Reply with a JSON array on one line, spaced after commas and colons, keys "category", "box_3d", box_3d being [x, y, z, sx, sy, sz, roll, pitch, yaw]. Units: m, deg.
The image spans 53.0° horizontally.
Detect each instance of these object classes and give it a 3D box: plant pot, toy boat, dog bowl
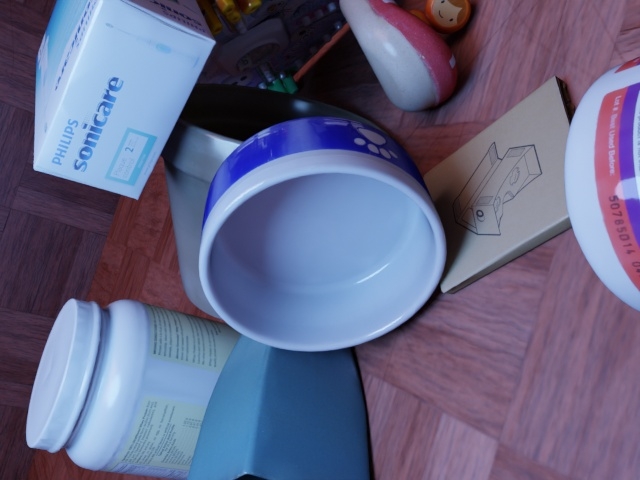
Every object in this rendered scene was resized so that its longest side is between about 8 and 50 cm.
[{"category": "plant pot", "box_3d": [-0.048, 0.214, 0.806, 0.165, 0.165, 0.234, -41, 35, 42]}, {"category": "toy boat", "box_3d": [0.127, -0.279, 0.847, 0.151, 0.151, 0.231, -29, 42, 11]}, {"category": "dog bowl", "box_3d": [0.000, 0.000, 0.719, 0.265, 0.265, 0.104, -52, 28, 30]}, {"category": "plant pot", "box_3d": [-0.085, -0.046, 0.916, 0.323, 0.323, 0.280, -125, 43, -56]}]

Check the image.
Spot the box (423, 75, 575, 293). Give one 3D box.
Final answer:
[{"category": "box", "box_3d": [0.194, -0.054, 0.689, 0.201, 0.021, 0.164, -38, 43, 43]}]

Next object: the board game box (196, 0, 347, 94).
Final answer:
[{"category": "board game box", "box_3d": [-0.101, -0.295, 1.026, 0.390, 0.390, 0.050, -32, 85, 49]}]

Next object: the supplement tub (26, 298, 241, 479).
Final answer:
[{"category": "supplement tub", "box_3d": [-0.225, 0.219, 0.929, 0.235, 0.325, 0.235, -37, 43, 45]}]

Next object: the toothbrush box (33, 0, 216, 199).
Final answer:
[{"category": "toothbrush box", "box_3d": [-0.251, -0.229, 0.774, 0.216, 0.126, 0.295, -57, 36, 24]}]

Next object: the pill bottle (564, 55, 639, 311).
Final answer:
[{"category": "pill bottle", "box_3d": [0.308, -0.051, 0.328, 0.323, 0.181, 0.181, -11, 64, 57]}]
